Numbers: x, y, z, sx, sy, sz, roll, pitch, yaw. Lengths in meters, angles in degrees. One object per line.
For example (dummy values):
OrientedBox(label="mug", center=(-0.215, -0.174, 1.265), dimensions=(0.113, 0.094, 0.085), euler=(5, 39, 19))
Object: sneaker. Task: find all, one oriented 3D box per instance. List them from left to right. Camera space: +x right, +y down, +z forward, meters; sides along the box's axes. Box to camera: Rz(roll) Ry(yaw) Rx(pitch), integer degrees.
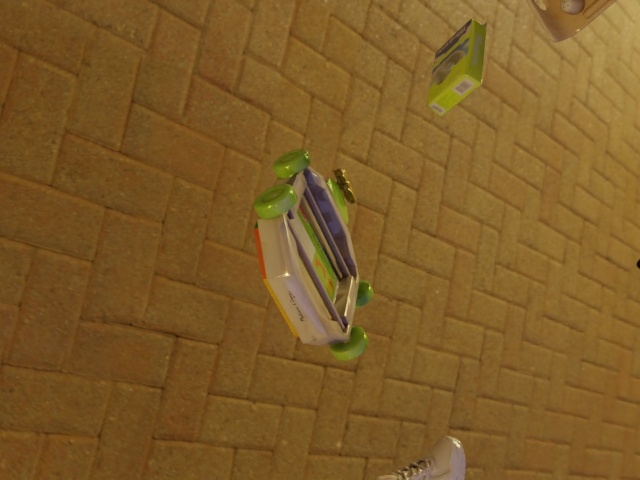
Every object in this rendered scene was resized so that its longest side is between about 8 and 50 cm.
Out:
OrientedBox(label="sneaker", center=(0.153, 0.418, 1.048), dimensions=(0.115, 0.090, 0.232), euler=(41, 73, -10))

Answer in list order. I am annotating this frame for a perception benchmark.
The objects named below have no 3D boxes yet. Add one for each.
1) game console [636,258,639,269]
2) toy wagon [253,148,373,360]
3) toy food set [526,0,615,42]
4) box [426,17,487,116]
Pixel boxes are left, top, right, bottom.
OrientedBox(label="game console", center=(0.719, 0.037, 1.235), dimensions=(0.071, 0.122, 0.107), euler=(-30, 150, -41))
OrientedBox(label="toy wagon", center=(0.000, 0.000, 0.923), dimensions=(0.344, 0.068, 0.267), euler=(-76, 144, -58))
OrientedBox(label="toy food set", center=(0.501, -0.557, 1.158), dimensions=(0.093, 0.306, 0.219), euler=(-16, 75, -38))
OrientedBox(label="box", center=(0.256, -0.330, 1.161), dimensions=(0.042, 0.109, 0.178), euler=(28, 55, -20))
